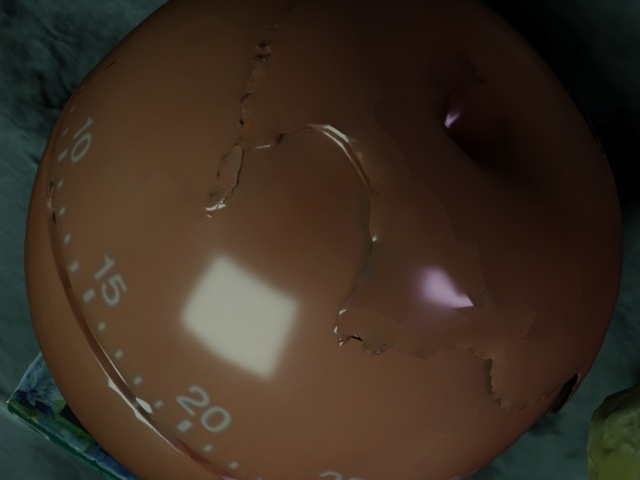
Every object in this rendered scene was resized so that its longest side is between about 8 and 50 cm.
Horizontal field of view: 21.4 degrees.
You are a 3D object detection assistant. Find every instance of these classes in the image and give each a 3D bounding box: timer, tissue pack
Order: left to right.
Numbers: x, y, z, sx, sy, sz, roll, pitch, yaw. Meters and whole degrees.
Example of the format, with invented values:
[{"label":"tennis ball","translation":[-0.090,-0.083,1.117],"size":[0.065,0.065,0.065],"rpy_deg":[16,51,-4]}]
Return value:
[{"label":"tissue pack","translation":[-0.112,0.104,1.008],"size":[0.111,0.079,0.085],"rpy_deg":[30,171,19]},{"label":"timer","translation":[0.000,0.000,0.687],"size":[0.215,0.229,0.229],"rpy_deg":[-32,99,42]}]

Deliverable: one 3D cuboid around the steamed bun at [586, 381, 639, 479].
[{"label":"steamed bun","translation":[0.227,0.165,0.704],"size":[0.292,0.137,0.295],"rpy_deg":[39,144,13]}]
